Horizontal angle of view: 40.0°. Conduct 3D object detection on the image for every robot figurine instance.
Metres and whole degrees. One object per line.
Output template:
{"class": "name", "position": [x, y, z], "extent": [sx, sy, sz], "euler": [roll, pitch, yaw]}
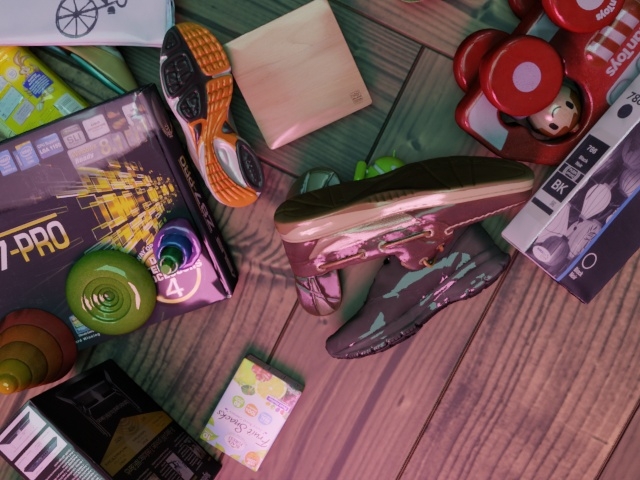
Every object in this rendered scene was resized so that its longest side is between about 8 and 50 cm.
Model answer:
{"class": "robot figurine", "position": [0.084, -0.070, 1.239], "extent": [0.101, 0.067, 0.115], "euler": [36, 99, -20]}

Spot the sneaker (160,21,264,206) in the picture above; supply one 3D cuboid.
{"class": "sneaker", "position": [-0.165, -0.171, 1.234], "extent": [0.099, 0.121, 0.263], "euler": [-19, 98, -17]}

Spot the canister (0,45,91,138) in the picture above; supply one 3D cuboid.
{"class": "canister", "position": [-0.429, -0.201, 1.294], "extent": [0.170, 0.073, 0.126], "euler": [42, 99, 1]}

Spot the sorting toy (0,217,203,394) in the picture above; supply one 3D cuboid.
{"class": "sorting toy", "position": [-0.313, 0.105, 1.178], "extent": [0.365, 0.126, 0.127], "euler": [-34, 105, 14]}

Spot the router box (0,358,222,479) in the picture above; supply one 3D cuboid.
{"class": "router box", "position": [-0.273, 0.293, 1.192], "extent": [0.243, 0.309, 0.081], "euler": [43, 95, 3]}

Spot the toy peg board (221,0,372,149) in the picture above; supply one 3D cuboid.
{"class": "toy peg board", "position": [-0.032, -0.240, 1.248], "extent": [0.161, 0.079, 0.161], "euler": [-24, 107, 9]}

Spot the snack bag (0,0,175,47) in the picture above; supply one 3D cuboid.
{"class": "snack bag", "position": [-0.367, -0.427, 1.251], "extent": [0.342, 0.037, 0.323], "euler": [0, 80, 1]}

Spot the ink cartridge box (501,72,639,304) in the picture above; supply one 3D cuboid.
{"class": "ink cartridge box", "position": [0.405, -0.084, 1.159], "extent": [0.165, 0.065, 0.333], "euler": [33, 99, -33]}

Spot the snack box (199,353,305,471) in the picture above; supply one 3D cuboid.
{"class": "snack box", "position": [-0.100, 0.254, 1.303], "extent": [0.100, 0.037, 0.141], "euler": [31, 98, 5]}

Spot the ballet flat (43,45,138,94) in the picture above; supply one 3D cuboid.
{"class": "ballet flat", "position": [-0.348, -0.288, 1.277], "extent": [0.232, 0.080, 0.073], "euler": [31, 87, 4]}

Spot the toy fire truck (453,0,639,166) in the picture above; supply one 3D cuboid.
{"class": "toy fire truck", "position": [0.336, -0.228, 1.160], "extent": [0.253, 0.169, 0.302], "euler": [33, 99, -15]}

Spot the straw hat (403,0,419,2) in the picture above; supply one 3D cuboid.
{"class": "straw hat", "position": [0.175, -0.368, 1.206], "extent": [0.061, 0.144, 0.144], "euler": [33, 100, -39]}

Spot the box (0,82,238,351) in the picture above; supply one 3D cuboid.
{"class": "box", "position": [-0.356, -0.008, 1.256], "extent": [0.394, 0.097, 0.318], "euler": [-18, 105, 9]}

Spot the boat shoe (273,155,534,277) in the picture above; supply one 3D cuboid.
{"class": "boat shoe", "position": [0.115, -0.022, 1.165], "extent": [0.341, 0.123, 0.123], "euler": [-14, 114, 2]}

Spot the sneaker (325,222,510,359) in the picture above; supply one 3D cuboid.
{"class": "sneaker", "position": [0.120, 0.065, 1.239], "extent": [0.286, 0.109, 0.130], "euler": [-34, 80, 2]}

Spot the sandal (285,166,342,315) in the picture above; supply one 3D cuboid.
{"class": "sandal", "position": [0.000, 0.000, 1.265], "extent": [0.089, 0.060, 0.220], "euler": [-2, 108, 13]}
